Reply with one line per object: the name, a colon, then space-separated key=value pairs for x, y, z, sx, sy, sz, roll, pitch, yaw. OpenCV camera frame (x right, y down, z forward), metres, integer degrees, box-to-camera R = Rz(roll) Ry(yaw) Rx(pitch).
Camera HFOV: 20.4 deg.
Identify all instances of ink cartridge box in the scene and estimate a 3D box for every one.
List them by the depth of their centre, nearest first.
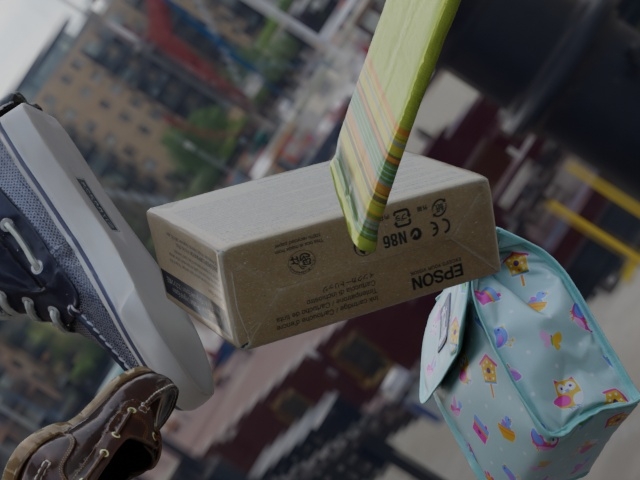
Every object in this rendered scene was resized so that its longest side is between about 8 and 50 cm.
ink cartridge box: x=0.000 y=0.000 z=1.460 sx=0.235 sy=0.088 sz=0.193 roll=-16 pitch=15 yaw=-18

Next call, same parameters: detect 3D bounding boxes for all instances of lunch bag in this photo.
lunch bag: x=0.211 y=0.138 z=1.995 sx=0.160 sy=0.262 sz=0.223 roll=-22 pitch=-23 yaw=-22

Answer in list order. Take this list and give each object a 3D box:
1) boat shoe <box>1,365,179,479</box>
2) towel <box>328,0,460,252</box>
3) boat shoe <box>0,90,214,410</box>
boat shoe: x=-0.163 y=0.163 z=1.396 sx=0.207 sy=0.073 sz=0.073 roll=-37 pitch=-37 yaw=-57
towel: x=0.055 y=-0.114 z=1.059 sx=0.102 sy=0.021 sz=0.237 roll=-108 pitch=32 yaw=-55
boat shoe: x=-0.242 y=0.042 z=1.628 sx=0.158 sy=0.340 sz=0.127 roll=-36 pitch=-16 yaw=8
